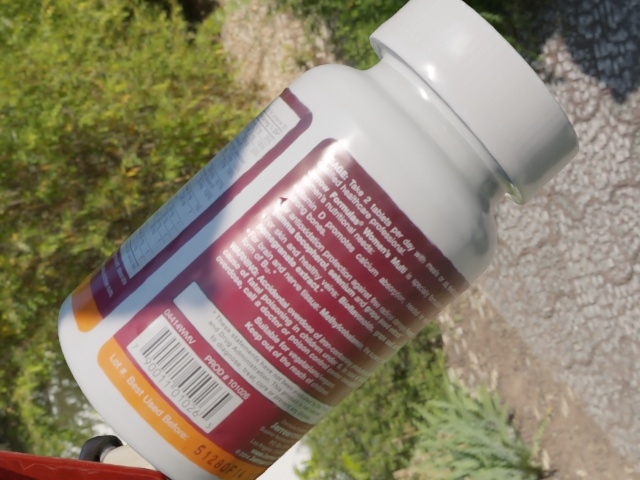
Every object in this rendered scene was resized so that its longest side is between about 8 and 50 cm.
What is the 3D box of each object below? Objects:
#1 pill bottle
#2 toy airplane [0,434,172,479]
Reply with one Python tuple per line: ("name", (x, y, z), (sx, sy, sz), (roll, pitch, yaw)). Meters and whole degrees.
("pill bottle", (0.000, 0.000, 0.409), (0.121, 0.221, 0.121), (47, -176, -4))
("toy airplane", (-0.215, 0.244, 0.632), (0.386, 0.384, 0.273), (121, 145, -62))
